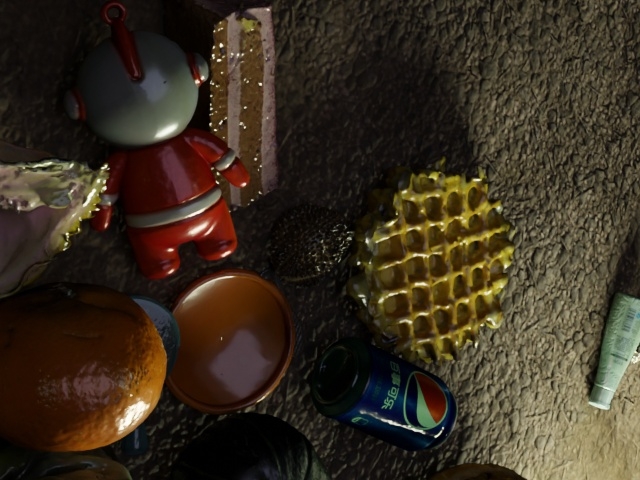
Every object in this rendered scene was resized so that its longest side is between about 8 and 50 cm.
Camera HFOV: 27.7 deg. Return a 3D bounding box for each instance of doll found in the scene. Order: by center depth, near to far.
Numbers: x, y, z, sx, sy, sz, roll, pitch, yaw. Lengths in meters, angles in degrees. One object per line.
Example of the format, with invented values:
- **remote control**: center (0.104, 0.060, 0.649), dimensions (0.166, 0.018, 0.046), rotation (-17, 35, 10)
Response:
- **doll**: center (-0.202, -0.121, 1.536), dimensions (0.200, 0.105, 0.336), rotation (-19, 113, -7)

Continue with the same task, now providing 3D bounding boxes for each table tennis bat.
- **table tennis bat**: center (-0.231, 0.164, 1.587), dimensions (0.124, 0.033, 0.201), rotation (-5, 99, -22)

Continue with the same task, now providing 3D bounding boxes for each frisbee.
- **frisbee**: center (-0.122, 0.128, 1.666), dimensions (0.192, 0.035, 0.192), rotation (-6, 102, -27)

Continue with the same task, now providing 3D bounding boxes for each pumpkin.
- **pumpkin**: center (-0.088, 0.327, 1.639), dimensions (0.221, 0.162, 0.220), rotation (-10, 105, -40)

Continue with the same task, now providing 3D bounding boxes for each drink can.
- **drink can**: center (0.089, 0.215, 1.789), dimensions (0.205, 0.118, 0.118), rotation (28, 78, -37)

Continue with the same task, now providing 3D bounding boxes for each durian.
- **durian**: center (-0.395, -0.017, 1.378), dimensions (0.305, 0.185, 0.195), rotation (0, 107, -23)
- **durian**: center (0.002, 0.002, 1.730), dimensions (0.140, 0.071, 0.110), rotation (-37, 116, -34)

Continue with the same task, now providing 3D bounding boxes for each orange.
- **orange**: center (-0.277, 0.135, 1.433), dimensions (0.224, 0.224, 0.170), rotation (-13, 108, -36)

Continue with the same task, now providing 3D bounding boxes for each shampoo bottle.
- **shampoo bottle**: center (0.487, 0.183, 2.133), dimensions (0.069, 0.041, 0.190), rotation (22, 82, -17)

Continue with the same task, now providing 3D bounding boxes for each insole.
- **insole**: center (-0.051, 0.097, 1.740), dimensions (0.045, 0.002, 0.135), rotation (-31, 113, -31)

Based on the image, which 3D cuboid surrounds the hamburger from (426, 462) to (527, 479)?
- **hamburger**: center (0.236, 0.473, 1.895), dimensions (0.314, 0.170, 0.289), rotation (23, 84, -38)

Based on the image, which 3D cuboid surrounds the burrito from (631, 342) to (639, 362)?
- **burrito**: center (0.567, 0.132, 2.190), dimensions (0.058, 0.045, 0.188), rotation (41, 71, -4)

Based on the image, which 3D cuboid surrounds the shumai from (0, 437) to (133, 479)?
- **shumai**: center (-0.289, 0.361, 1.426), dimensions (0.304, 0.263, 0.309), rotation (47, 68, -29)

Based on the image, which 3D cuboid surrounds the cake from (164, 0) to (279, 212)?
- **cake**: center (-0.109, -0.180, 1.609), dimensions (0.116, 0.113, 0.295), rotation (-21, 113, -32)

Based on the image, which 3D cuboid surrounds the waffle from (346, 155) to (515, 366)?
- **waffle**: center (0.155, 0.027, 1.851), dimensions (0.329, 0.062, 0.329), rotation (-6, 100, -37)
